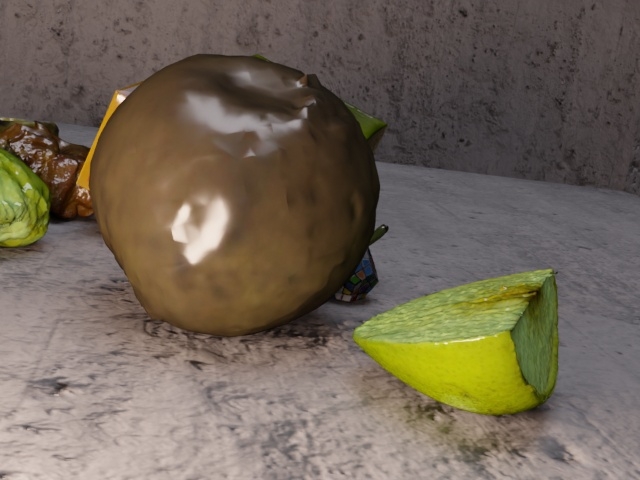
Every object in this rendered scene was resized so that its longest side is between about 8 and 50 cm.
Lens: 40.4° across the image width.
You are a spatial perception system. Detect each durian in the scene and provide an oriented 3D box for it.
[{"bbox_3d":[-0.608,-0.076,1.422,0.255,0.204,0.339,37,16,23],"label":"durian"}]

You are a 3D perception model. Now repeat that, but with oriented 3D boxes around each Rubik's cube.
[{"bbox_3d":[0.044,0.050,1.454,0.111,0.093,0.111,10,10,-2],"label":"Rubik's cube"}]

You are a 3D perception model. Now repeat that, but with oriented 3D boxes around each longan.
[{"bbox_3d":[-0.117,-0.071,1.231,0.403,0.404,0.436,4,9,-19],"label":"longan"}]

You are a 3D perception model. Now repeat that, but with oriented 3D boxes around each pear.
[{"bbox_3d":[0.160,0.136,1.065,0.239,0.139,0.288,-3,11,25],"label":"pear"}]

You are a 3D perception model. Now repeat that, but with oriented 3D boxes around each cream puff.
[{"bbox_3d":[-0.563,-0.139,1.788,0.269,0.155,0.241,29,13,-1],"label":"cream puff"}]

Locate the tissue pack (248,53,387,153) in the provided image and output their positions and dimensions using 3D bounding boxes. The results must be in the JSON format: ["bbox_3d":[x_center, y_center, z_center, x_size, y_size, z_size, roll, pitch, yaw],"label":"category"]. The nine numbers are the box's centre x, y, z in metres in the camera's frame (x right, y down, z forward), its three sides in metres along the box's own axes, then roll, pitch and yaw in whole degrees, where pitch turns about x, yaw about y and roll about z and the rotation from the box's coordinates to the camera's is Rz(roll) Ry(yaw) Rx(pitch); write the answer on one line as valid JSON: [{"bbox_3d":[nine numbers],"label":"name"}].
[{"bbox_3d":[-0.052,-0.186,1.520,0.274,0.167,0.200,29,22,7],"label":"tissue pack"}]

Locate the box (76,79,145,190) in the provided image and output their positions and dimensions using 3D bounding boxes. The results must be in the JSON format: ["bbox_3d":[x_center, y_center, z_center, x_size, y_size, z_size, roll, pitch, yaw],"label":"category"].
[{"bbox_3d":[-0.284,-0.152,1.710,0.283,0.214,0.259,27,13,-6],"label":"box"}]

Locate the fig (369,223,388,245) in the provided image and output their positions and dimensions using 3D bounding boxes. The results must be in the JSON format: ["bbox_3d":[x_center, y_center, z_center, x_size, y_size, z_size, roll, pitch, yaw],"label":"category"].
[{"bbox_3d":[0.000,0.000,1.530,0.245,0.149,0.149,3,13,-13],"label":"fig"}]

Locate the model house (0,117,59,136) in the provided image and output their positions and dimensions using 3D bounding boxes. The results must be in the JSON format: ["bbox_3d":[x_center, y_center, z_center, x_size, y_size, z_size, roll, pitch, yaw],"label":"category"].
[{"bbox_3d":[-0.727,-0.188,1.946,0.234,0.175,0.193,5,8,41],"label":"model house"}]
